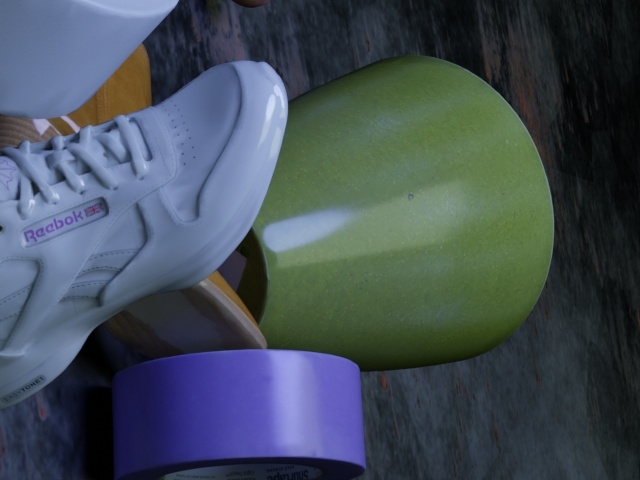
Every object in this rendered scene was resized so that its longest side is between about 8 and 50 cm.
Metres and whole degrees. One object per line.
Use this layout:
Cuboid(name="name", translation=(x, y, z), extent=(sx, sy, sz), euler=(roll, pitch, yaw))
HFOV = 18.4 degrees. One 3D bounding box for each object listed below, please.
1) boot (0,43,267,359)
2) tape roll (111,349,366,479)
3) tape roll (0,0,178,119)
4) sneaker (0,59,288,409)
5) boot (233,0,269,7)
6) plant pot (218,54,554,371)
Cuboid(name="boot", translation=(-0.136, -0.049, 1.449), extent=(0.295, 0.104, 0.211), euler=(39, 41, -35))
Cuboid(name="tape roll", translation=(-0.061, 0.139, 1.475), extent=(0.189, 0.189, 0.080), euler=(25, 59, -62))
Cuboid(name="tape roll", translation=(-0.221, -0.212, 1.217), extent=(0.286, 0.100, 0.286), euler=(37, 26, -21))
Cuboid(name="sneaker", translation=(-0.153, -0.016, 1.231), extent=(0.152, 0.305, 0.114), euler=(44, 9, -42))
Cuboid(name="boot", translation=(-0.116, -0.245, 1.656), extent=(0.197, 0.073, 0.152), euler=(53, 33, -25))
Cuboid(name="plant pot", translation=(0.000, 0.000, 1.625), extent=(0.293, 0.275, 0.275), euler=(-17, 96, -50))
